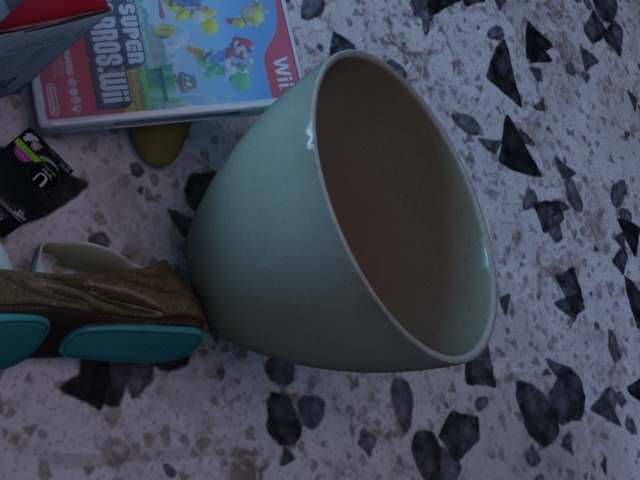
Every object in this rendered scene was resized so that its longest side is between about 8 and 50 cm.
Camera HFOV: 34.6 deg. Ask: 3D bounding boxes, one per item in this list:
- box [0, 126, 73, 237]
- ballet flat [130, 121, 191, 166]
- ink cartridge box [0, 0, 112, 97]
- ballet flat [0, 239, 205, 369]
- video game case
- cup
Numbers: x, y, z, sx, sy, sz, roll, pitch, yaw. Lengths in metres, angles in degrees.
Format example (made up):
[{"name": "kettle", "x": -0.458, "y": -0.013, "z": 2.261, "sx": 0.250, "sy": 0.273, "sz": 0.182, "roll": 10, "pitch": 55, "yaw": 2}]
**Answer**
[{"name": "box", "x": -0.293, "y": -0.056, "z": 0.990, "sx": 0.062, "sy": 0.052, "sz": 0.083, "roll": 47, "pitch": 51, "yaw": -17}, {"name": "ballet flat", "x": -0.164, "y": -0.198, "z": 1.137, "sx": 0.080, "sy": 0.073, "sz": 0.232, "roll": 16, "pitch": 65, "yaw": -36}, {"name": "ink cartridge box", "x": -0.325, "y": -0.302, "z": 0.899, "sx": 0.130, "sy": 0.272, "sz": 0.309, "roll": -27, "pitch": 94, "yaw": -43}, {"name": "ballet flat", "x": -0.261, "y": 0.054, "z": 0.953, "sx": 0.342, "sy": 0.116, "sz": 0.124, "roll": 0, "pitch": 55, "yaw": -41}, {"name": "video game case", "x": -0.169, "y": -0.222, "z": 1.093, "sx": 0.285, "sy": 0.025, "sz": 0.204, "roll": -8, "pitch": 76, "yaw": -19}, {"name": "cup", "x": 0.000, "y": 0.000, "z": 1.074, "sx": 0.331, "sy": 0.237, "sz": 0.331, "roll": 36, "pitch": 42, "yaw": -42}]
